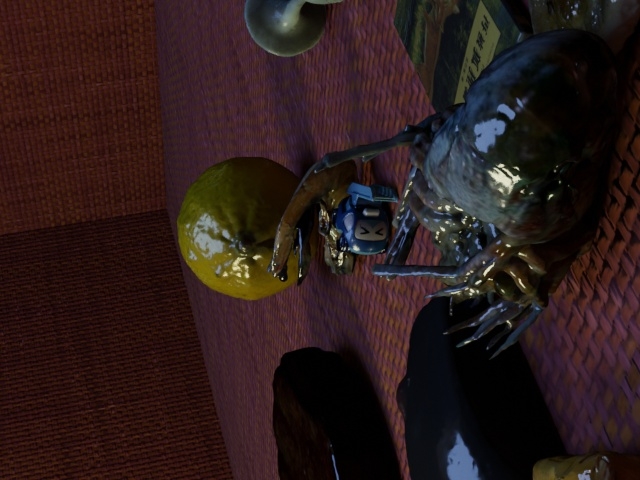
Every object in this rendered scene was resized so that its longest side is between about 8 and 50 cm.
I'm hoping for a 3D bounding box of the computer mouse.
[{"bbox_3d":[0.123,0.181,1.009,0.170,0.100,0.269,98,159,-49],"label":"computer mouse"}]

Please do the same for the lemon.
[{"bbox_3d":[-0.097,-0.018,1.658,0.231,0.192,0.192,-118,21,-79],"label":"lemon"}]

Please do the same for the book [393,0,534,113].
[{"bbox_3d":[0.109,-0.170,0.980,0.160,0.024,0.228,97,161,-47],"label":"book"}]

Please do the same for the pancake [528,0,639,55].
[{"bbox_3d":[0.156,-0.172,0.753,0.151,0.025,0.151,170,90,-77],"label":"pancake"}]

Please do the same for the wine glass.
[{"bbox_3d":[0.037,-0.200,1.284,0.264,0.096,0.309,57,168,-3],"label":"wine glass"}]

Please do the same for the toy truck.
[{"bbox_3d":[0.051,-0.031,1.306,0.090,0.056,0.073,113,151,-47],"label":"toy truck"}]

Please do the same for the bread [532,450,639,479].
[{"bbox_3d":[0.183,0.179,0.835,0.132,0.053,0.074,132,128,-77],"label":"bread"}]

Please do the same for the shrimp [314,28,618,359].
[{"bbox_3d":[0.096,-0.027,0.825,0.172,0.137,0.372,38,151,11],"label":"shrimp"}]

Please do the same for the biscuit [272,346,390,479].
[{"bbox_3d":[0.024,0.336,1.628,0.407,0.091,0.407,172,90,-77],"label":"biscuit"}]

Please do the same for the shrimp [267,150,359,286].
[{"bbox_3d":[0.000,0.000,1.393,0.046,0.152,0.219,25,151,22],"label":"shrimp"}]
